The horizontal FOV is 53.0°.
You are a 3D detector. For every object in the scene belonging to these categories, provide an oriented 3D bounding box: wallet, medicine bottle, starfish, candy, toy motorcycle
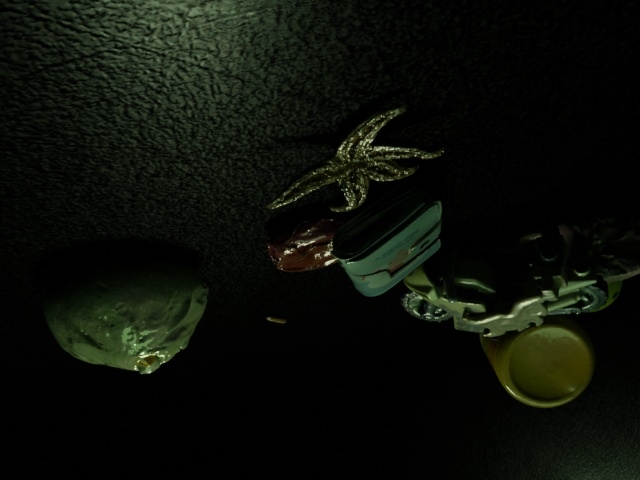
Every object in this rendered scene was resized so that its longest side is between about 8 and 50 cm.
[{"bbox_3d":[0.110,0.002,1.016,0.176,0.075,0.250,-36,161,-1],"label":"wallet"},{"bbox_3d":[0.514,0.235,1.599,0.224,0.224,0.384,-13,-170,7],"label":"medicine bottle"},{"bbox_3d":[0.042,-0.095,0.800,0.238,0.057,0.213,-13,154,-6],"label":"starfish"},{"bbox_3d":[0.551,0.029,1.334,0.184,0.137,0.195,-5,163,-18],"label":"candy"},{"bbox_3d":[0.338,0.085,1.259,0.410,0.169,0.237,-6,146,25],"label":"toy motorcycle"}]

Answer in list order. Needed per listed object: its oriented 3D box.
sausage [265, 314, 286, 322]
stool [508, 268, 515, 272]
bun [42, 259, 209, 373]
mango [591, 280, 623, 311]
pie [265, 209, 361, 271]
[{"bbox_3d":[-0.115,0.205,1.672,0.015,0.015,0.100,-18,161,22],"label":"sausage"},{"bbox_3d":[0.399,0.102,1.506,0.135,0.110,0.134,-18,159,24],"label":"stool"},{"bbox_3d":[-0.327,0.143,1.102,0.283,0.179,0.283,-8,164,-2],"label":"bun"},{"bbox_3d":[0.648,0.087,1.573,0.175,0.143,0.293,-18,151,16],"label":"mango"},{"bbox_3d":[0.000,0.000,1.060,0.182,0.050,0.182,-14,161,-5],"label":"pie"}]
